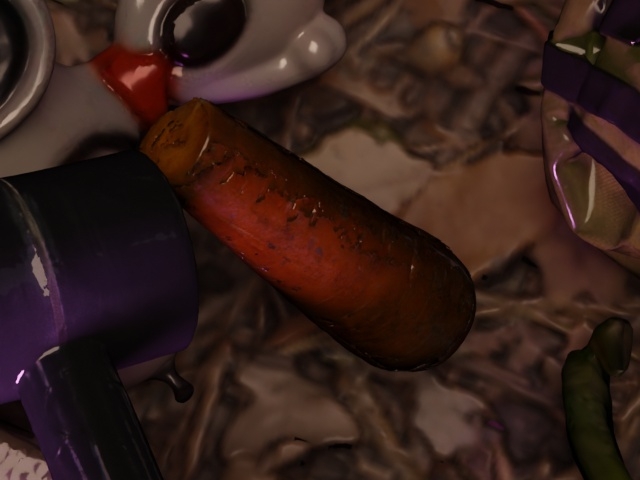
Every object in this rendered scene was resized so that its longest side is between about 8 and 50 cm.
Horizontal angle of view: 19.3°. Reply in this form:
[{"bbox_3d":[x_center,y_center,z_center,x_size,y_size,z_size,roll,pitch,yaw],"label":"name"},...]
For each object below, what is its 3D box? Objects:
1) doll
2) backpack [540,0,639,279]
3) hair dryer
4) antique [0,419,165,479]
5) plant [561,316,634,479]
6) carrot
[{"bbox_3d":[-0.097,-0.075,0.717,0.208,0.144,0.271,29,83,-16],"label":"doll"},{"bbox_3d":[0.202,-0.048,0.693,0.253,0.140,0.207,23,90,17],"label":"backpack"},{"bbox_3d":[-0.077,0.077,0.582,0.124,0.071,0.219,-18,66,-23],"label":"hair dryer"},{"bbox_3d":[-0.120,0.119,0.670,0.284,0.125,0.150,26,79,5],"label":"antique"},{"bbox_3d":[0.206,0.195,0.645,0.333,0.180,0.251,16,34,18],"label":"plant"},{"bbox_3d":[0.000,0.000,0.687,0.055,0.161,0.055,-21,53,30],"label":"carrot"}]
